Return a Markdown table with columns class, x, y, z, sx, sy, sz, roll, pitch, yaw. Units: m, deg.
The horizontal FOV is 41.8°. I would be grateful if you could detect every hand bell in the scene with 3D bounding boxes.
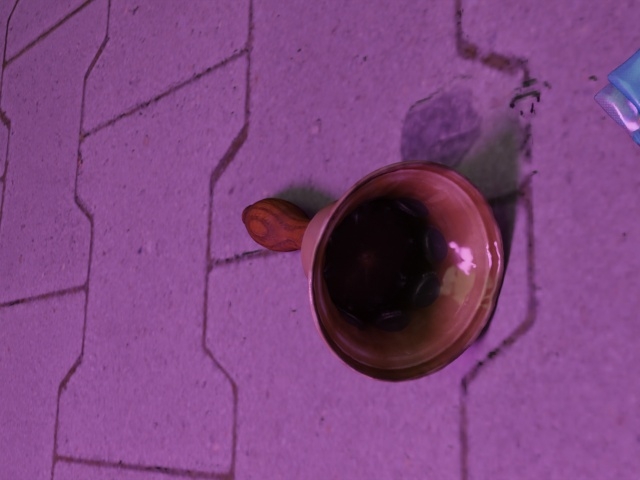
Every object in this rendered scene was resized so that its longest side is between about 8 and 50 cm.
| class | x | y | z | sx | sy | sz | roll | pitch | yaw |
| --- | --- | --- | --- | --- | --- | --- | --- | --- | --- |
| hand bell | 0.000 | 0.000 | 0.570 | 0.242 | 0.126 | 0.126 | 20 | 97 | 63 |

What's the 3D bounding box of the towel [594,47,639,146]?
| class | x | y | z | sx | sy | sz | roll | pitch | yaw |
| --- | --- | --- | --- | --- | --- | --- | --- | --- | --- |
| towel | 0.283 | -0.027 | 0.269 | 0.271 | 0.040 | 0.370 | -49 | 48 | 32 |
